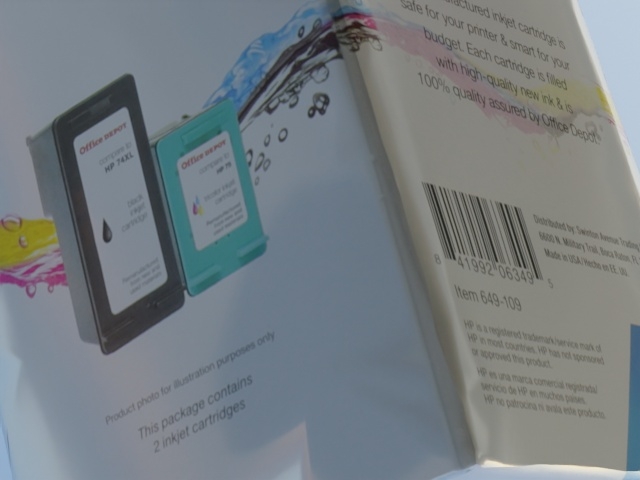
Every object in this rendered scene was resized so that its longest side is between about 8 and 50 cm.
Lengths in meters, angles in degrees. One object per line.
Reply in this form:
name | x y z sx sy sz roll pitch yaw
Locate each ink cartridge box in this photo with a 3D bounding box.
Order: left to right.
ink cartridge box | 0.000 0.000 0.759 0.198 0.197 0.270 13 -125 -51
